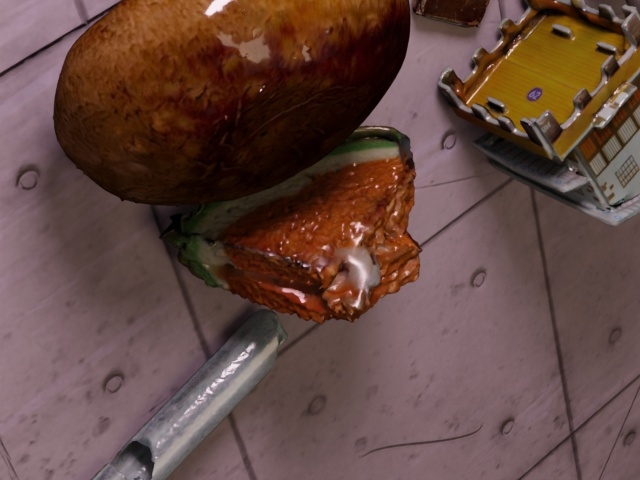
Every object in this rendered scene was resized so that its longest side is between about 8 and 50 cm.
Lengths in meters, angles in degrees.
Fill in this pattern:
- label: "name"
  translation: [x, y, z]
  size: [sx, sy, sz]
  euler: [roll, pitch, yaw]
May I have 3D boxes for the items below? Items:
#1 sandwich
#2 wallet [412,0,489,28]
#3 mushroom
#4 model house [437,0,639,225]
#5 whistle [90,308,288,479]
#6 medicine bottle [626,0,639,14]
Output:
- label: "sandwich"
  translation: [0.000, -0.010, 1.610]
  size: [0.292, 0.212, 0.109]
  euler: [-43, 152, -36]
- label: "wallet"
  translation: [0.172, -0.350, 1.694]
  size: [0.122, 0.031, 0.232]
  euler: [3, 113, -48]
- label: "mushroom"
  translation: [-0.080, -0.152, 1.407]
  size: [0.345, 0.239, 0.345]
  euler: [-8, 143, -6]
- label: "model house"
  translation: [0.284, -0.154, 1.775]
  size: [0.198, 0.224, 0.215]
  euler: [-47, 130, -11]
- label: "whistle"
  translation: [-0.149, 0.199, 1.677]
  size: [0.312, 0.062, 0.062]
  euler: [-45, 136, -15]
- label: "medicine bottle"
  translation: [0.416, -0.396, 1.680]
  size: [0.256, 0.256, 0.325]
  euler: [-38, 114, -22]
